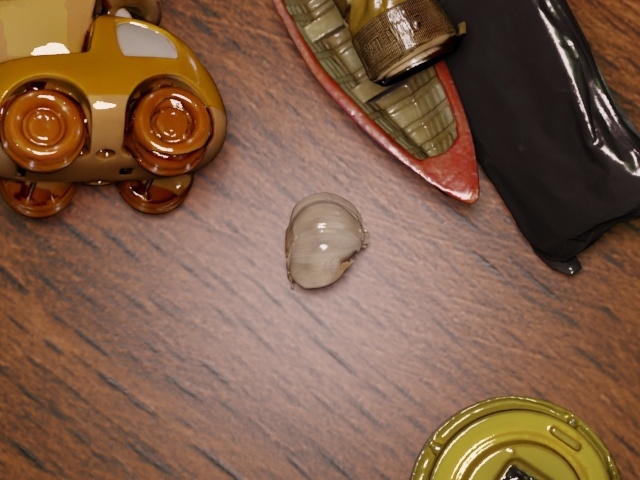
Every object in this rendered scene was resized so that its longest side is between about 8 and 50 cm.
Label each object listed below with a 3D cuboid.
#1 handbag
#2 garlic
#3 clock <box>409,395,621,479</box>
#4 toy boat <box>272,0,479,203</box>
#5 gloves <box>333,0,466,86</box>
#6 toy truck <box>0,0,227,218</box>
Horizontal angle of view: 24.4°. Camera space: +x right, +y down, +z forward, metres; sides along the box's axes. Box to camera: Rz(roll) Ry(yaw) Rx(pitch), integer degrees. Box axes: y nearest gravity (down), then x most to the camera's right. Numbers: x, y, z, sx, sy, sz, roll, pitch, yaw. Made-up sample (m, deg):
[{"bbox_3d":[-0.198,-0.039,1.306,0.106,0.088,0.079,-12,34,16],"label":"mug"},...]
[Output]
[{"bbox_3d":[0.232,-0.135,1.566,0.075,0.191,0.332,-26,84,-44],"label":"handbag"},{"bbox_3d":[0.003,-0.001,1.595,0.094,0.074,0.113,-4,68,10],"label":"garlic"},{"bbox_3d":[0.210,0.281,1.570,0.237,0.057,0.237,0,83,-1],"label":"clock"},{"bbox_3d":[0.057,-0.199,1.612,0.136,0.079,0.392,-32,83,-5],"label":"toy boat"},{"bbox_3d":[0.041,-0.326,1.520,0.141,0.154,0.331,-18,90,11],"label":"gloves"},{"bbox_3d":[-0.244,-0.144,1.537,0.288,0.204,0.212,-4,74,-14],"label":"toy truck"}]
